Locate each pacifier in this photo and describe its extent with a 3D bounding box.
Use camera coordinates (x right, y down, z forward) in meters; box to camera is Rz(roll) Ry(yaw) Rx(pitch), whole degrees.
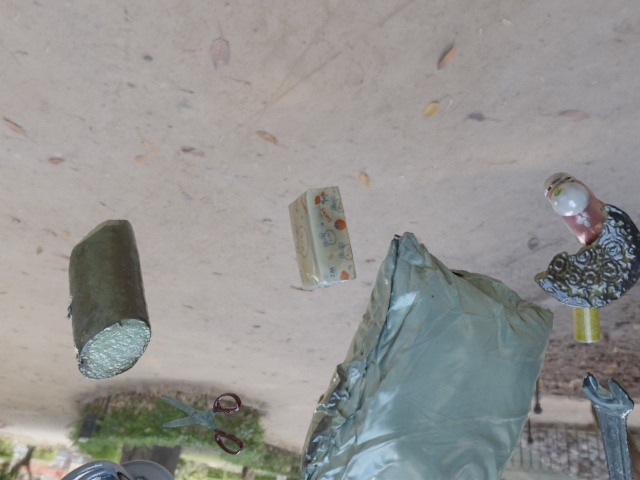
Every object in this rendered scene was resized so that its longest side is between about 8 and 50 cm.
[{"bbox_3d":[-0.405,0.590,1.001,0.244,0.299,0.233,27,148,34],"label":"pacifier"}]

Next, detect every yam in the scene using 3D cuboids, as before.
[{"bbox_3d":[-0.197,0.047,0.463,0.069,0.147,0.070,-17,149,-11],"label":"yam"}]

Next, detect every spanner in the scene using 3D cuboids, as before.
[{"bbox_3d":[0.403,0.301,0.680,0.071,0.017,0.302,18,132,61],"label":"spanner"}]

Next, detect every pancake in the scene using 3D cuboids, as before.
[{"bbox_3d":[0.484,0.034,0.918,0.190,0.184,0.020,-13,-177,15],"label":"pancake"}]

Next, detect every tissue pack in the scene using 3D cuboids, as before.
[{"bbox_3d":[0.000,0.000,1.061,0.092,0.197,0.148,-9,173,-20],"label":"tissue pack"}]

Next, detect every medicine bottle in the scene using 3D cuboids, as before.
[{"bbox_3d":[0.671,0.147,1.282,0.073,0.218,0.074,-8,-170,1],"label":"medicine bottle"}]

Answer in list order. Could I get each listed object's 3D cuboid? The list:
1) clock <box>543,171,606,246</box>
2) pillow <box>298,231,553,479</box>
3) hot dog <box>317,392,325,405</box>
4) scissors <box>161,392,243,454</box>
[{"bbox_3d":[0.530,-0.067,1.027,0.092,0.166,0.162,-39,95,24],"label":"clock"},{"bbox_3d":[0.127,0.173,0.582,0.283,0.310,0.138,28,173,-30],"label":"pillow"},{"bbox_3d":[0.044,0.445,1.118,0.066,0.216,0.047,-23,163,22],"label":"hot dog"},{"bbox_3d":[-0.292,0.429,1.224,0.247,0.145,0.017,-1,-178,27],"label":"scissors"}]
